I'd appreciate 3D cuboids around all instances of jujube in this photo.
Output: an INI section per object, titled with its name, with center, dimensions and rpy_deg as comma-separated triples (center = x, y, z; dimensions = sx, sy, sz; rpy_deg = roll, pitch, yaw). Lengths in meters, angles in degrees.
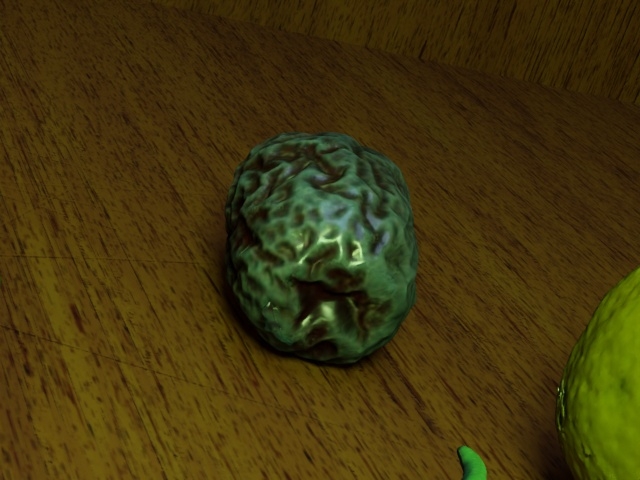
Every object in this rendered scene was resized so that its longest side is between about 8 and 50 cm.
[jujube]
center = 0.000, 0.000, 1.567
dimensions = 0.226, 0.226, 0.317
rpy_deg = 16, 27, -8

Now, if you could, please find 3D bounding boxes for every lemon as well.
[lemon]
center = 0.406, 0.148, 1.319
dimensions = 0.350, 0.387, 0.350
rpy_deg = 35, 13, -10

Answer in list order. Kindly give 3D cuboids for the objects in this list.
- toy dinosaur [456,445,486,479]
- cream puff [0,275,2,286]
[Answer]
[toy dinosaur]
center = -0.096, 0.238, 1.068
dimensions = 0.374, 0.144, 0.500
rpy_deg = 11, 16, 14
[cream puff]
center = -0.367, 0.030, 1.321
dimensions = 0.144, 0.103, 0.126
rpy_deg = 20, 26, 3
